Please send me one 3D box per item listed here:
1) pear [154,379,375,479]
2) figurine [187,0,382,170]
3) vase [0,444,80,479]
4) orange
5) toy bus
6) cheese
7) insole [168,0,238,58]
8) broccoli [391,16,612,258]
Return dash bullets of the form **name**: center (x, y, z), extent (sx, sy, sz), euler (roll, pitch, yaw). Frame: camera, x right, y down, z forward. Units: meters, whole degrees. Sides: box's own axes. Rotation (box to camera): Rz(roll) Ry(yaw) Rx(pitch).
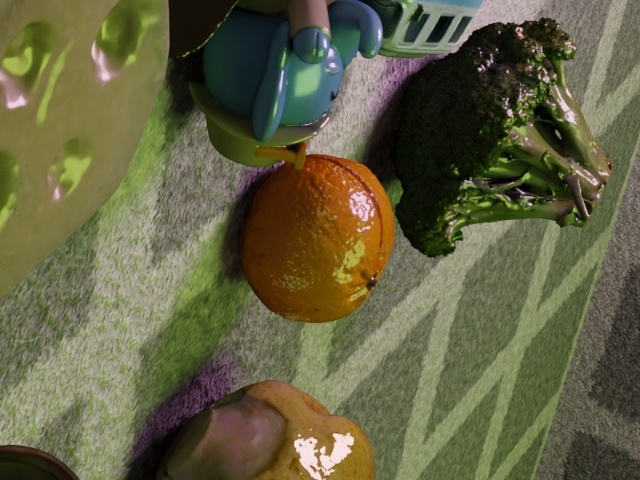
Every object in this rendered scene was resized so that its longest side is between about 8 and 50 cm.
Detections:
- **pear**: center (-0.062, 0.292, 1.916), extent (0.271, 0.271, 0.271), euler (-51, 157, -33)
- **figurine**: center (-0.036, -0.188, 1.534), extent (0.154, 0.180, 0.262), euler (-7, 132, -32)
- **vase**: center (-0.310, 0.378, 1.493), extent (0.329, 0.241, 0.302), euler (-32, 138, -12)
- **orange**: center (0.000, 0.000, 1.854), extent (0.193, 0.161, 0.193), euler (-58, 161, -33)
- **toy bus**: center (0.088, -0.279, 1.782), extent (0.164, 0.133, 0.271), euler (-65, 163, 14)
- **cheese**: center (-0.235, -0.109, 1.185), extent (0.318, 0.115, 0.326), euler (-66, 161, 6)
- **insole**: center (-0.056, -0.288, 1.449), extent (0.328, 0.111, 0.007), euler (-53, 177, -14)
- **broccoli**: center (0.228, -0.117, 2.123), extent (0.303, 0.283, 0.321), euler (-62, -178, -39)
